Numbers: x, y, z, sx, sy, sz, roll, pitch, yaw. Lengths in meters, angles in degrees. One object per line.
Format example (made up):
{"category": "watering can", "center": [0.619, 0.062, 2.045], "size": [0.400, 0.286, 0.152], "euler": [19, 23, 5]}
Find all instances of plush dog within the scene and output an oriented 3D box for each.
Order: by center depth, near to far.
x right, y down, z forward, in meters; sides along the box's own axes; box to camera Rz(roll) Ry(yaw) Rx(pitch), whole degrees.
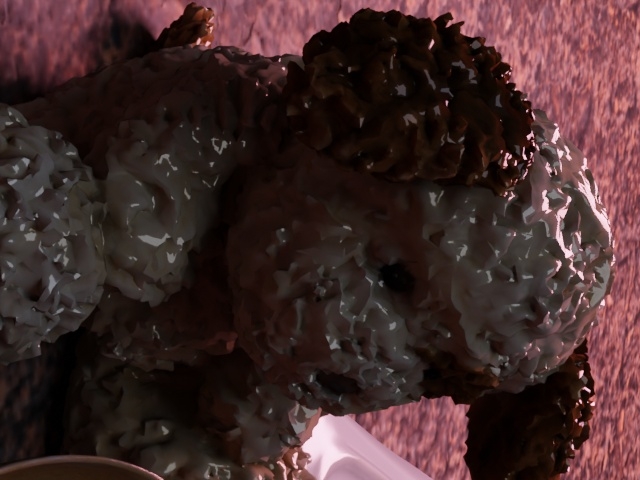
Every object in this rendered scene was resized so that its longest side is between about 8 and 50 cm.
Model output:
{"category": "plush dog", "center": [0.000, 0.000, 0.672], "size": [0.210, 0.225, 0.262], "euler": [-66, 146, -32]}

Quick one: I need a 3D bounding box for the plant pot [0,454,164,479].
{"category": "plant pot", "center": [-0.124, 0.179, 0.619], "size": [0.236, 0.032, 0.236], "euler": [-25, 126, -41]}

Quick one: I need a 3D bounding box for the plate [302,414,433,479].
{"category": "plate", "center": [0.002, 0.222, 0.904], "size": [0.277, 0.045, 0.278], "euler": [47, 54, -55]}
